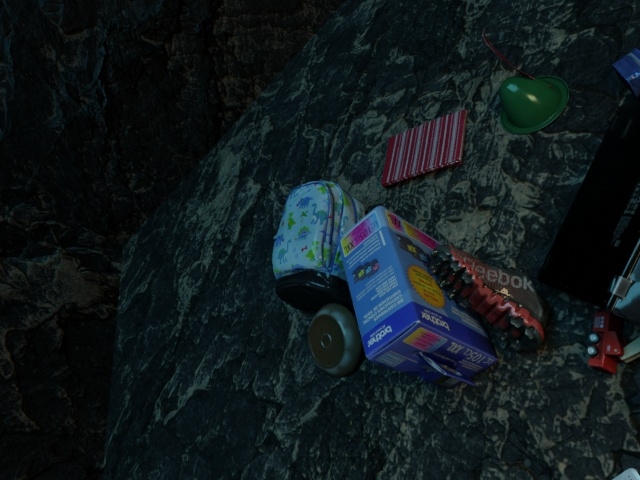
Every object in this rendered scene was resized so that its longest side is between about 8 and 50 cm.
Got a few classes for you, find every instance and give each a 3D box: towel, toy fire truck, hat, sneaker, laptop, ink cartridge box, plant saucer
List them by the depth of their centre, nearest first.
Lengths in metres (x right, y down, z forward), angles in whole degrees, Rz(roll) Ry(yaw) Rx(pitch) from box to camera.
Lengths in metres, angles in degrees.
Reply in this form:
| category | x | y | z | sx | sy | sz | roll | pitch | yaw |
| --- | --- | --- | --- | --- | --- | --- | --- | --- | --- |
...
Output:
| category | x | y | z | sx | sy | sz | roll | pitch | yaw |
| --- | --- | --- | --- | --- | --- | --- | --- | --- | --- |
| laptop | 0.617 | -0.027 | 0.844 | 0.408 | 0.236 | 0.382 | -100 | 34 | -84 |
| toy fire truck | 0.537 | 0.184 | 0.894 | 0.135 | 0.047 | 0.192 | -11 | 56 | 57 |
| sneaker | 0.351 | 0.094 | 1.065 | 0.135 | 0.276 | 0.097 | -41 | -16 | -30 |
| ink cartridge box | 0.210 | 0.147 | 1.130 | 0.151 | 0.270 | 0.395 | -42 | 38 | 29 |
| hat | 0.479 | -0.389 | 1.290 | 0.173 | 0.183 | 0.208 | -56 | 36 | 2 |
| plant saucer | 0.026 | 0.268 | 1.391 | 0.198 | 0.036 | 0.198 | -5 | 83 | 47 |
| towel | 0.302 | -0.268 | 1.538 | 0.275 | 0.031 | 0.199 | -14 | 52 | 41 |

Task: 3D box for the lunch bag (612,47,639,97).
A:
| category | x | y | z | sx | sy | sz | roll | pitch | yaw |
| --- | --- | --- | --- | --- | --- | --- | --- | --- | --- |
| lunch bag | 0.689 | -0.368 | 1.130 | 0.065 | 0.067 | 0.098 | -35 | 40 | 27 |

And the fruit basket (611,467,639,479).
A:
| category | x | y | z | sx | sy | sz | roll | pitch | yaw |
| --- | --- | --- | --- | --- | --- | --- | --- | --- | --- |
| fruit basket | 0.387 | 0.539 | 0.677 | 0.353 | 0.165 | 0.327 | -53 | 34 | 26 |

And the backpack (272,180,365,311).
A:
| category | x | y | z | sx | sy | sz | roll | pitch | yaw |
| --- | --- | --- | --- | --- | --- | --- | --- | --- | --- |
| backpack | 0.000 | 0.000 | 1.533 | 0.290 | 0.273 | 0.355 | -10 | 47 | 50 |
